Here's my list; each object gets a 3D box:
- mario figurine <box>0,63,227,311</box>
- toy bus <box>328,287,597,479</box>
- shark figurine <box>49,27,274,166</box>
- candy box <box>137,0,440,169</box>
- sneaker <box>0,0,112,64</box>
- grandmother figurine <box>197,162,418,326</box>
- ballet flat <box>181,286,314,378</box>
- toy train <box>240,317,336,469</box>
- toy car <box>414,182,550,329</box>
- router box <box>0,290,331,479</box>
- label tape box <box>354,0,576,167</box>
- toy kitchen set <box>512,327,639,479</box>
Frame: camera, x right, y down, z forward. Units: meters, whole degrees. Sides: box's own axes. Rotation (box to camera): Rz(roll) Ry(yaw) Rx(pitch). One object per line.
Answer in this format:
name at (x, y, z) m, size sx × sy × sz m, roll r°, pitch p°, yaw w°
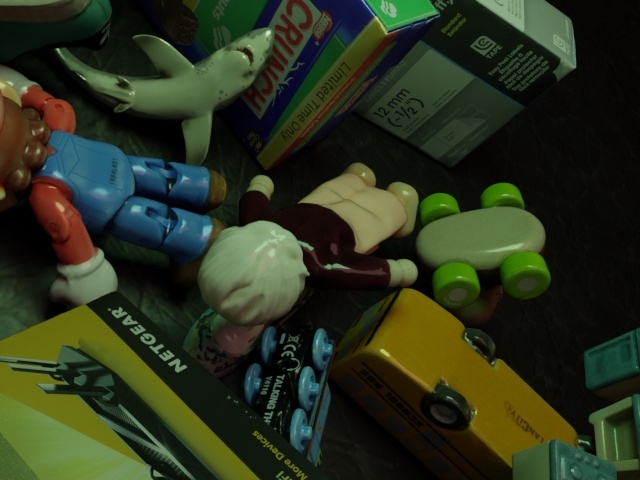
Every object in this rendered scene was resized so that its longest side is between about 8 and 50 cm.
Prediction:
mario figurine at (-0.257, -0.050, 0.661) m, size 0.320 × 0.170 × 0.198 m, roll 22°, pitch 12°, yaw -34°
toy bus at (0.172, 0.205, 0.772) m, size 0.333 × 0.130 × 0.108 m, roll 43°, pitch 47°, yaw -6°
shark figurine at (-0.196, -0.183, 0.790) m, size 0.278 × 0.166 × 0.116 m, roll 12°, pitch 20°, yaw 1°
candy box at (-0.062, -0.283, 0.803) m, size 0.317 × 0.268 × 0.122 m, roll 52°, pitch 48°, yaw 3°
sneaker at (-0.349, -0.221, 0.661) m, size 0.302 × 0.121 × 0.108 m, roll 5°, pitch 71°, yaw 3°
grandmother figurine at (0.000, 0.000, 0.718) m, size 0.208 × 0.104 × 0.342 m, roll 19°, pitch 23°, yaw 23°
ballet flat at (-0.068, 0.073, 0.729) m, size 0.070 × 0.070 × 0.188 m, roll 48°, pitch 48°, yaw -1°
toy train at (-0.032, 0.163, 0.678) m, size 0.080 × 0.105 × 0.184 m, roll 1°, pitch 40°, yaw 14°
toy car at (0.197, 0.054, 0.853) m, size 0.149 × 0.188 × 0.155 m, roll -9°, pitch 40°, yaw 7°
router box at (-0.145, 0.190, 0.497) m, size 0.309 × 0.081 × 0.243 m, roll 36°, pitch 33°, yaw 19°
label tape box at (0.122, -0.271, 0.935) m, size 0.348 × 0.249 × 0.115 m, roll 25°, pitch 52°, yaw -21°
toy kitchen set at (0.291, 0.167, 0.705) m, size 0.166 × 0.122 × 0.207 m, roll 27°, pitch 50°, yaw -20°
